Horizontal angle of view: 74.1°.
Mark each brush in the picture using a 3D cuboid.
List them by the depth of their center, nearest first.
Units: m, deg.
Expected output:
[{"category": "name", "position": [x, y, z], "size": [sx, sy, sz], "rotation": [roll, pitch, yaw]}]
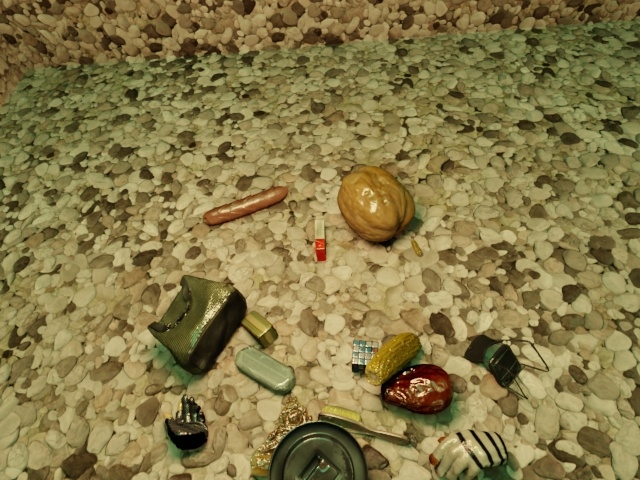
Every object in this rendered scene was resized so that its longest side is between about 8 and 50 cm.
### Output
[{"category": "brush", "position": [0.146, 0.612, 1.416], "size": [0.313, 0.072, 0.067], "rotation": [11, 44, 12]}]

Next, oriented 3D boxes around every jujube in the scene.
[{"category": "jujube", "position": [0.320, 0.498, 1.419], "size": [0.236, 0.168, 0.168], "rotation": [-5, 55, 8]}]

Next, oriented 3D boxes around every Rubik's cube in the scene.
[{"category": "Rubik's cube", "position": [0.160, 0.420, 1.526], "size": [0.092, 0.092, 0.092], "rotation": [3, 56, 8]}]

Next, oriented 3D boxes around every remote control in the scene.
[{"category": "remote control", "position": [-0.204, 0.471, 1.551], "size": [0.247, 0.052, 0.104], "rotation": [22, 59, 22]}]

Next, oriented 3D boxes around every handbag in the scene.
[{"category": "handbag", "position": [-0.454, 0.297, 1.573], "size": [0.240, 0.247, 0.341], "rotation": [21, 66, 20]}]

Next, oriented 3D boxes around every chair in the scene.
[{"category": "chair", "position": [0.636, 0.426, 1.477], "size": [0.140, 0.221, 0.145], "rotation": [-39, 104, -21]}]

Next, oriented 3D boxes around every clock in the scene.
[{"category": "clock", "position": [-0.007, 0.719, 1.308], "size": [0.312, 0.061, 0.312], "rotation": [1, 71, -2]}]

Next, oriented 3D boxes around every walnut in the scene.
[{"category": "walnut", "position": [0.224, -0.162, 1.803], "size": [0.306, 0.306, 0.344], "rotation": [-36, 61, -18]}]

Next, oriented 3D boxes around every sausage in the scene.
[{"category": "sausage", "position": [-0.341, -0.166, 1.982], "size": [0.433, 0.088, 0.088], "rotation": [-22, 57, -9]}]

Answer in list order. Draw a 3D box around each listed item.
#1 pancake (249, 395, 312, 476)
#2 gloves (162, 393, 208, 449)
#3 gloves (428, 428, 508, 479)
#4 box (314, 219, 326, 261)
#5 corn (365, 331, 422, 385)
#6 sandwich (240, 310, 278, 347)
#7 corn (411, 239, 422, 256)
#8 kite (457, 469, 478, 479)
[{"category": "pancake", "position": [-0.108, 0.645, 1.415], "size": [0.266, 0.057, 0.244], "rotation": [-6, 57, -2]}, {"category": "gloves", "position": [-0.461, 0.621, 1.457], "size": [0.129, 0.106, 0.181], "rotation": [-23, 28, -12]}, {"category": "gloves", "position": [0.448, 0.657, 1.310], "size": [0.218, 0.131, 0.140], "rotation": [-4, 46, -7]}, {"category": "box", "position": [0.000, 0.000, 1.824], "size": [0.048, 0.100, 0.152], "rotation": [-3, 55, 7]}, {"category": "corn", "position": [0.255, 0.398, 1.469], "size": [0.101, 0.101, 0.310], "rotation": [40, 35, 27]}, {"category": "sandwich", "position": [-0.246, 0.317, 1.620], "size": [0.079, 0.113, 0.163], "rotation": [-38, 60, -19]}, {"category": "corn", "position": [0.412, 0.034, 1.807], "size": [0.028, 0.027, 0.083], "rotation": [-27, 54, 12]}, {"category": "kite", "position": [0.470, 0.762, 1.313], "size": [0.159, 0.010, 0.190], "rotation": [0, 56, 4]}]
